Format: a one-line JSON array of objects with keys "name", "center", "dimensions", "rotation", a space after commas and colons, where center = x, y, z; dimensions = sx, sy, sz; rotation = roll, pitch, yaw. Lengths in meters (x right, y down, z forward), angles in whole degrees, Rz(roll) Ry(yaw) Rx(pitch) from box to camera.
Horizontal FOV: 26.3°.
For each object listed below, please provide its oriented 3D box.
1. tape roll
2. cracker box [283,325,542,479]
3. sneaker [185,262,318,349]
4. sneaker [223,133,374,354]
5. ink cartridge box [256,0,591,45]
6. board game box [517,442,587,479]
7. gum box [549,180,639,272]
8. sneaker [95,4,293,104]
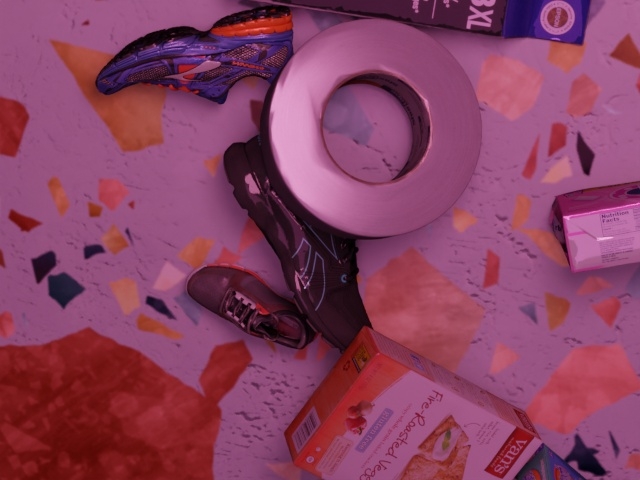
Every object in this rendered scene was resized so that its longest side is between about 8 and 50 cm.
[{"name": "tape roll", "center": [0.049, -0.110, 1.388], "dimensions": [0.219, 0.072, 0.219], "rotation": [1, 86, -11]}, {"name": "cracker box", "center": [0.100, 0.212, 1.469], "dimensions": [0.232, 0.067, 0.156], "rotation": [29, 106, -24]}, {"name": "sneaker", "center": [-0.075, 0.073, 1.491], "dimensions": [0.158, 0.065, 0.061], "rotation": [22, 105, 0]}, {"name": "sneaker", "center": [0.000, 0.000, 1.448], "dimensions": [0.106, 0.101, 0.267], "rotation": [-28, 100, 9]}, {"name": "ink cartridge box", "center": [0.100, -0.307, 1.383], "dimensions": [0.370, 0.069, 0.176], "rotation": [9, 105, 1]}, {"name": "board game box", "center": [0.304, 0.325, 1.465], "dimensions": [0.210, 0.160, 0.047], "rotation": [41, 105, -4]}, {"name": "gum box", "center": [0.332, -0.022, 1.403], "dimensions": [0.188, 0.107, 0.062], "rotation": [-10, 102, 8]}, {"name": "sneaker", "center": [-0.130, -0.179, 1.429], "dimensions": [0.221, 0.083, 0.087], "rotation": [-11, 108, 11]}]
